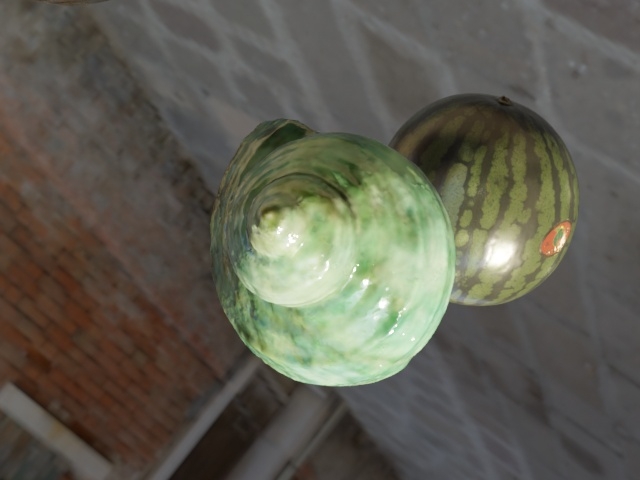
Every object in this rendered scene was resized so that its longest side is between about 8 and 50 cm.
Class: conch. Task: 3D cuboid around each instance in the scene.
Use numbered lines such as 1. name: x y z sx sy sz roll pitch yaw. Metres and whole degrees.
1. conch: -0.003 0.002 0.774 0.188 0.122 0.176 129 121 -68

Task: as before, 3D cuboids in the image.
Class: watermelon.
1. watermelon: 0.154 -0.042 1.317 0.212 0.212 0.212 36 166 10

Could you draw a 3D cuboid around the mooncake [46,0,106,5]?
1. mooncake: 0.027 -0.228 0.480 0.378 0.378 0.200 5 115 67
